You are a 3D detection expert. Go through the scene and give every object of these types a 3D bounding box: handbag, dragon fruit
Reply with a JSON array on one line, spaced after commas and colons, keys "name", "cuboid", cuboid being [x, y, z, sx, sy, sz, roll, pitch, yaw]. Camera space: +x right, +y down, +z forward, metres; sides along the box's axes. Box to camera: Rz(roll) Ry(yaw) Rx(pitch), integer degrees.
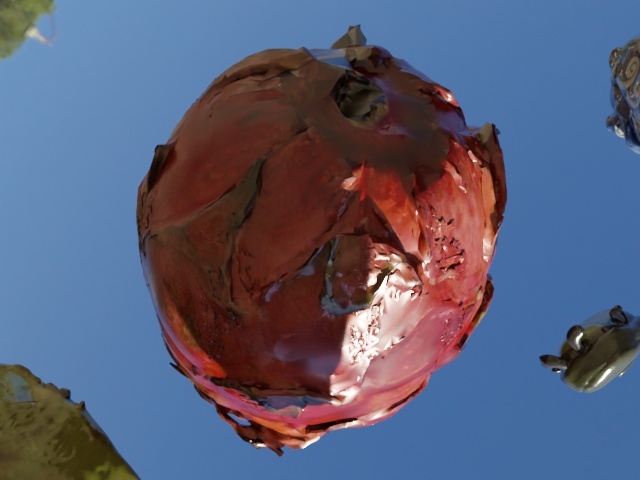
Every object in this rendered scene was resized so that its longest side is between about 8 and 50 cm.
[{"name": "handbag", "cuboid": [0.209, 0.079, 0.759, 0.047, 0.111, 0.072, 49, -55, 17]}, {"name": "dragon fruit", "cuboid": [0.000, 0.000, 0.801, 0.301, 0.296, 0.295, 116, -29, -46]}]

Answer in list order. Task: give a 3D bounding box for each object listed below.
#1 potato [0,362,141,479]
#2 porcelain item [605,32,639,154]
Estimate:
[{"name": "potato", "cuboid": [-0.326, 0.251, 0.840, 0.330, 0.280, 0.213, -21, -170, 33]}, {"name": "porcelain item", "cuboid": [0.316, -0.180, 0.778, 0.186, 0.138, 0.288, -127, -137, -61]}]
